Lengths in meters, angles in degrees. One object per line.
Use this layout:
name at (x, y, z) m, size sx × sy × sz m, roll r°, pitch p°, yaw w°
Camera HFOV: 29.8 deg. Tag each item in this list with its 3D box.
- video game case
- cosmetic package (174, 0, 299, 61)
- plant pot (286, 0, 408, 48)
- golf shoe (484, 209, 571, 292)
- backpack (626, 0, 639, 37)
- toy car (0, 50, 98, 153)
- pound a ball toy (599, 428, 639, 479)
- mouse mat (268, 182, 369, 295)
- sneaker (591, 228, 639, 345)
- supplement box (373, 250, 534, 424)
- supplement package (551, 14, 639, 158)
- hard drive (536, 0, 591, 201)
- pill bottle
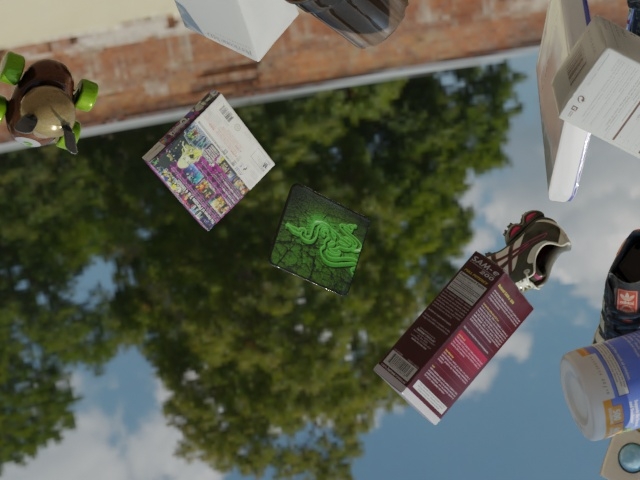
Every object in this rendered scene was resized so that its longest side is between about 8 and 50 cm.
video game case at (-0.231, -0.167, 2.532) m, size 0.210 × 0.232 × 0.042 m, roll -46°, pitch -139°, yaw -9°
cosmetic package at (-0.200, -0.559, 2.395) m, size 0.217 × 0.385 × 0.156 m, roll 28°, pitch -112°, yaw 26°
plant pot at (0.049, -0.411, 1.976) m, size 0.167 × 0.165 × 0.167 m, roll -29°, pitch -137°, yaw 31°
golf shoe at (0.370, 0.066, 2.349) m, size 0.273 × 0.105 × 0.120 m, roll -51°, pitch -142°, yaw 4°
backpack at (0.711, -0.442, 2.306) m, size 0.276 × 0.263 × 0.213 m, roll 23°, pitch -115°, yaw 10°
toy car at (-0.436, -0.190, 1.892) m, size 0.155 × 0.149 × 0.188 m, roll 18°, pitch -156°, yaw -27°
pound a ball toy at (0.679, 0.334, 2.287) m, size 0.208 × 0.319 × 0.135 m, roll 21°, pitch -178°, yaw 40°
mouse mat at (0.000, 0.000, 2.118) m, size 0.189 × 0.153 × 0.007 m, roll 25°, pitch 167°, yaw -36°
sneaker at (0.546, 0.140, 2.139) m, size 0.131 × 0.350 × 0.148 m, roll 6°, pitch 159°, yaw 21°
supplement box at (0.204, 0.148, 1.824) m, size 0.239 × 0.130 × 0.073 m, roll -48°, pitch -133°, yaw -5°
supplement package at (0.379, -0.169, 1.423) m, size 0.179 × 0.105 × 0.105 m, roll 25°, pitch -150°, yaw -11°
hard drive at (0.356, -0.238, 1.744) m, size 0.040 × 0.210 × 0.319 m, roll 5°, pitch -138°, yaw 1°
pill bottle at (0.545, 0.220, 1.970) m, size 0.271 × 0.152 × 0.152 m, roll -16°, pitch -162°, yaw -6°
